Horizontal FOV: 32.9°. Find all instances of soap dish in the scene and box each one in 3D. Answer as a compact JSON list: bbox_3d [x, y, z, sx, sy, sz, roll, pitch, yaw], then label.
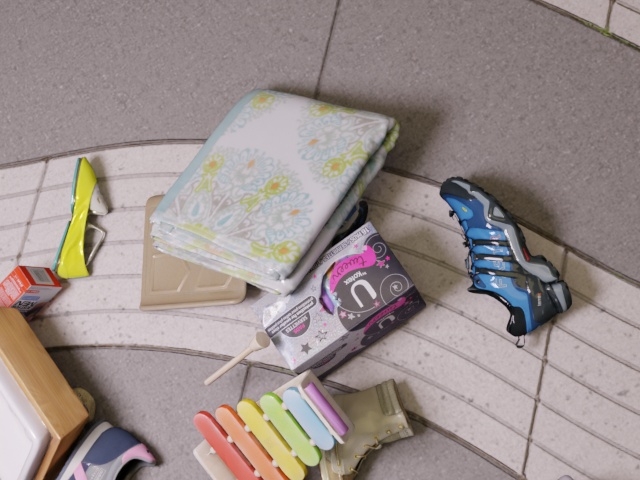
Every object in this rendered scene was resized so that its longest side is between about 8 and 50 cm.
[{"bbox_3d":[-0.529,0.275,1.880,0.118,0.229,0.291,-23,65,-41],"label":"soap dish"}]

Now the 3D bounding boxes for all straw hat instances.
[{"bbox_3d":[-0.435,0.298,1.929,0.061,0.144,0.144,-23,65,-40],"label":"straw hat"}]

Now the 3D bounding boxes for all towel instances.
[{"bbox_3d":[-0.083,-0.095,1.867,0.320,0.090,0.374,20,64,34],"label":"towel"}]

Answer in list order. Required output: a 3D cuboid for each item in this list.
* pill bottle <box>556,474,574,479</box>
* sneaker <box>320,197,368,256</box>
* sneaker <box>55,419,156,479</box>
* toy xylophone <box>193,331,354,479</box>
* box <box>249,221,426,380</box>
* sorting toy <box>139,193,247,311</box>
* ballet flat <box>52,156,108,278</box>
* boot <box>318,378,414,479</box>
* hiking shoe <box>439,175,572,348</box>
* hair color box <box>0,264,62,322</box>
[{"bbox_3d":[0.323,0.508,1.658,0.283,0.161,0.161,-40,71,0],"label":"pill bottle"},{"bbox_3d":[0.000,0.000,1.908,0.081,0.080,0.211,42,87,17],"label":"sneaker"},{"bbox_3d":[-0.399,0.467,1.834,0.131,0.112,0.319,23,72,13],"label":"sneaker"},{"bbox_3d":[-0.091,0.293,1.760,0.236,0.081,0.323,46,130,3],"label":"toy xylophone"},{"bbox_3d":[0.034,0.111,1.826,0.247,0.163,0.142,-36,70,1],"label":"box"},{"bbox_3d":[-0.180,0.012,1.949,0.307,0.041,0.229,-5,70,21],"label":"sorting toy"},{"bbox_3d":[-0.439,-0.039,2.026,0.077,0.077,0.231,12,80,-7],"label":"ballet flat"},{"bbox_3d":[0.078,0.347,1.801,0.165,0.077,0.213,-16,70,6],"label":"boot"},{"bbox_3d":[0.284,0.024,1.822,0.132,0.113,0.304,-38,71,-1],"label":"hiking shoe"},{"bbox_3d":[-0.561,0.120,1.971,0.167,0.093,0.053,-42,71,16],"label":"hair color box"}]
